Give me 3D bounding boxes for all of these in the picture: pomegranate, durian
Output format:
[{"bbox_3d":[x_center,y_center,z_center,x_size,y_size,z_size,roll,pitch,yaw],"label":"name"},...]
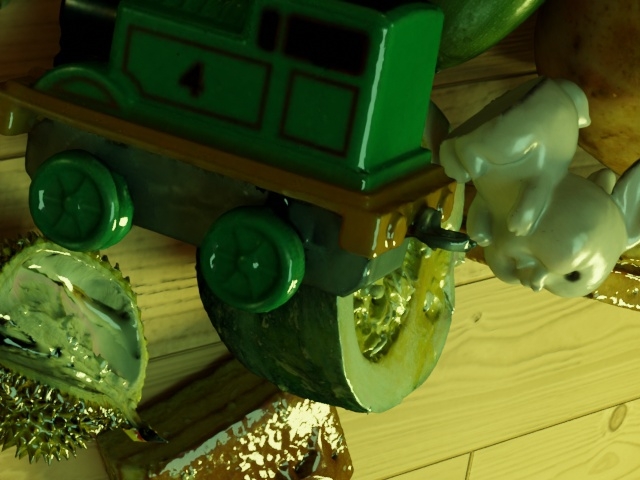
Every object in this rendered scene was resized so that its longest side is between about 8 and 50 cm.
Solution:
[{"bbox_3d":[0.375,-0.210,1.558,0.338,0.338,0.338,-19,128,-27],"label":"pomegranate"},{"bbox_3d":[-0.247,0.105,1.376,0.237,0.137,0.193,52,41,-26],"label":"durian"}]

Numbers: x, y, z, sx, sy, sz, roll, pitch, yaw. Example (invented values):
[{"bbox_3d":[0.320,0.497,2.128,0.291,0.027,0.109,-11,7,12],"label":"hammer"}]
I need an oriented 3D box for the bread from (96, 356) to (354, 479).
[{"bbox_3d":[-0.090,0.227,1.606,0.234,0.110,0.184,-30,131,-18],"label":"bread"}]

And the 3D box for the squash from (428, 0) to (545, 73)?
[{"bbox_3d":[0.196,-0.275,1.448,0.101,0.101,0.378,14,134,-42],"label":"squash"}]

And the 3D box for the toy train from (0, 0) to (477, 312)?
[{"bbox_3d":[-0.070,-0.098,1.222,0.178,0.429,0.249,-26,131,-62],"label":"toy train"}]

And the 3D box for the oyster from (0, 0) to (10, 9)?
[{"bbox_3d":[-0.193,-0.339,1.177,0.221,0.096,0.361,33,92,-38],"label":"oyster"}]

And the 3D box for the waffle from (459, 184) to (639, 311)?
[{"bbox_3d":[0.309,0.018,1.705,0.327,0.224,0.098,9,95,-41],"label":"waffle"}]

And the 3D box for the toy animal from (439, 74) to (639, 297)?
[{"bbox_3d":[0.210,-0.054,1.437,0.193,0.127,0.178,48,62,-11],"label":"toy animal"}]

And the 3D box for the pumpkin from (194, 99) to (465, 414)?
[{"bbox_3d":[0.000,0.000,1.465,0.263,0.197,0.293,6,94,-59],"label":"pumpkin"}]
